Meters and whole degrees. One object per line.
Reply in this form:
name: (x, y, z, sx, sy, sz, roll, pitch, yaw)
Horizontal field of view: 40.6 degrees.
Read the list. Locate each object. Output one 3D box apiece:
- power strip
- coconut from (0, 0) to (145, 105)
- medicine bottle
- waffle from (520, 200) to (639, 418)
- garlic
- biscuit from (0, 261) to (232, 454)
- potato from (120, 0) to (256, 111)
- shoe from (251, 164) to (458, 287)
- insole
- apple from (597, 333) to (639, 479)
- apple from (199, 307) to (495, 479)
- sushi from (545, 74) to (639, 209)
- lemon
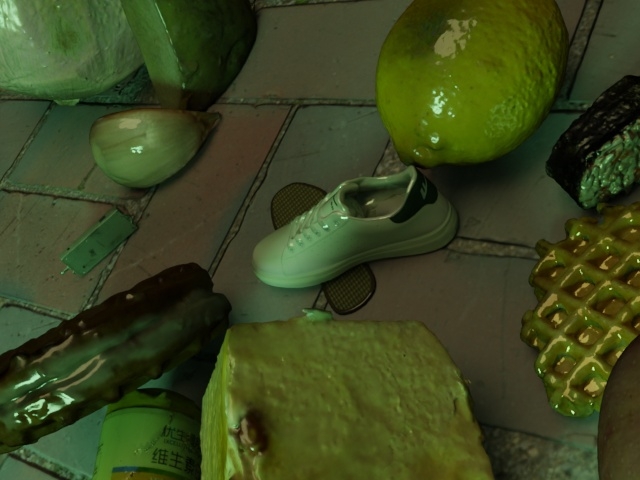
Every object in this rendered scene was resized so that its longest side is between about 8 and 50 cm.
power strip: (-0.335, 0.005, 1.288, 0.136, 0.051, 0.019, -41, 41, 3)
coconut: (-0.464, -0.402, 1.473, 0.405, 0.404, 0.404, -18, 50, 23)
medicine bottle: (-0.193, 0.277, 0.944, 0.124, 0.124, 0.238, -15, 51, 26)
waffle: (0.310, 0.057, 0.805, 0.254, 0.052, 0.245, -13, 51, 28)
garlic: (-0.264, -0.140, 1.315, 0.207, 0.128, 0.115, -9, 78, 21)
biscuit: (-0.256, 0.129, 0.993, 0.332, 0.332, 0.103, -26, 92, 17)
potato: (-0.224, -0.362, 1.332, 0.112, 0.255, 0.269, 1, 60, 37)
shoe: (0.022, -0.024, 1.014, 0.265, 0.110, 0.095, -14, 51, 19)
insole: (0.000, 0.000, 1.091, 0.086, 0.005, 0.253, -40, 45, 5)
apple: (0.336, 0.149, 0.561, 0.306, 0.235, 0.305, -39, 26, 24)
apple: (-0.010, 0.236, 0.760, 0.314, 0.252, 0.309, -21, 61, 23)
sushi: (0.308, -0.102, 0.894, 0.150, 0.090, 0.078, -39, 49, 2)
lemon: (0.167, -0.192, 0.974, 0.204, 0.204, 0.260, 32, 88, 44)
